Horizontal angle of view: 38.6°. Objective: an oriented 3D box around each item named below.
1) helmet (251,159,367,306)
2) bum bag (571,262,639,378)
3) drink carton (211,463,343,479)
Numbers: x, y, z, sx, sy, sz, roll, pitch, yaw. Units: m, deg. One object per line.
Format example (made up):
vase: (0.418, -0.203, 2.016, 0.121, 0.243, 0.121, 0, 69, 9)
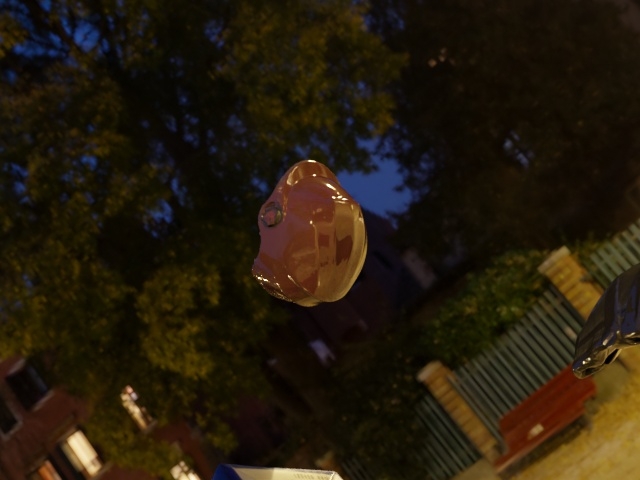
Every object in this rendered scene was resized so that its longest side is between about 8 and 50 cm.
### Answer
helmet: (0.000, 0.000, 0.773, 0.098, 0.070, 0.123, 3, -73, -47)
bum bag: (0.250, 0.051, 0.702, 0.087, 0.049, 0.197, -61, -1, -25)
drink carton: (-0.068, 0.327, 0.668, 0.130, 0.106, 0.315, 19, -79, -42)
